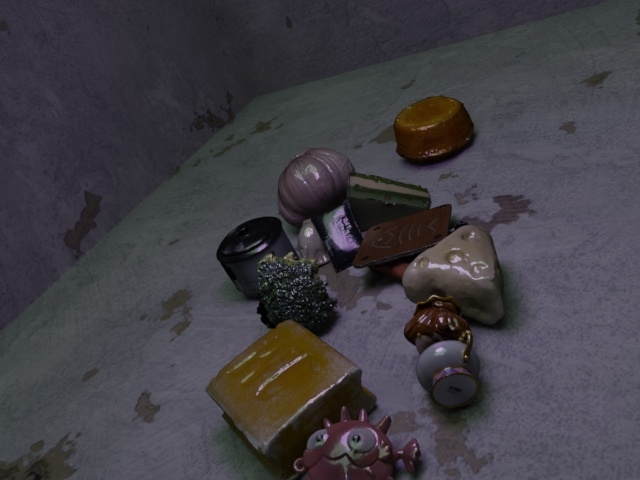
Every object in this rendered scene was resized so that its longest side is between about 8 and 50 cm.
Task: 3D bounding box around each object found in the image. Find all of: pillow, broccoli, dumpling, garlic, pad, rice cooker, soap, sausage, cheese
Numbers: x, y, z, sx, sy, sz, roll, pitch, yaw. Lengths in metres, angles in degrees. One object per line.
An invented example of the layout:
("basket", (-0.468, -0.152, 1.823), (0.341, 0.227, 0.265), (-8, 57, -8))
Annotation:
("pillow", (0.065, -0.015, 1.930), (0.141, 0.055, 0.208), (-27, 68, 8))
("broccoli", (-0.077, 0.158, 1.751), (0.263, 0.247, 0.243), (27, 13, 13))
("dumpling", (0.000, 0.003, 2.016), (0.155, 0.181, 0.111), (-4, -10, -6))
("garlic", (-0.024, -0.204, 2.191), (0.317, 0.259, 0.317), (-28, -9, -5))
("pad", (0.244, -0.016, 1.775), (0.284, 0.018, 0.286), (-17, 19, 23))
("rice cooker", (-0.207, 0.044, 1.984), (0.241, 0.227, 0.280), (-34, 29, -12))
("soap", (-0.078, 0.365, 1.429), (0.293, 0.156, 0.335), (-33, 29, -19))
("sausage", (0.224, 0.085, 1.705), (0.078, 0.078, 0.304), (-37, 30, -16))
("cheese", (0.344, 0.071, 1.501), (0.251, 0.174, 0.248), (0, 37, 31))

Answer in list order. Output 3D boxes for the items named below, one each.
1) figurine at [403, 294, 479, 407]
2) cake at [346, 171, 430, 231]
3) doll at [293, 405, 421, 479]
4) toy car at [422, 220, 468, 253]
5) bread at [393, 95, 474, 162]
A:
("figurine", (0.270, 0.236, 1.339), (0.189, 0.142, 0.263), (-54, 21, 27))
("cake", (0.220, -0.111, 2.058), (0.283, 0.172, 0.158), (9, 41, -2))
("doll", (0.071, 0.442, 1.216), (0.262, 0.093, 0.211), (-6, 50, 16))
("toy car", (0.370, 0.004, 1.712), (0.170, 0.070, 0.080), (-17, 30, 23))
("bread", (0.414, -0.417, 2.261), (0.312, 0.172, 0.312), (-19, 30, 11))
